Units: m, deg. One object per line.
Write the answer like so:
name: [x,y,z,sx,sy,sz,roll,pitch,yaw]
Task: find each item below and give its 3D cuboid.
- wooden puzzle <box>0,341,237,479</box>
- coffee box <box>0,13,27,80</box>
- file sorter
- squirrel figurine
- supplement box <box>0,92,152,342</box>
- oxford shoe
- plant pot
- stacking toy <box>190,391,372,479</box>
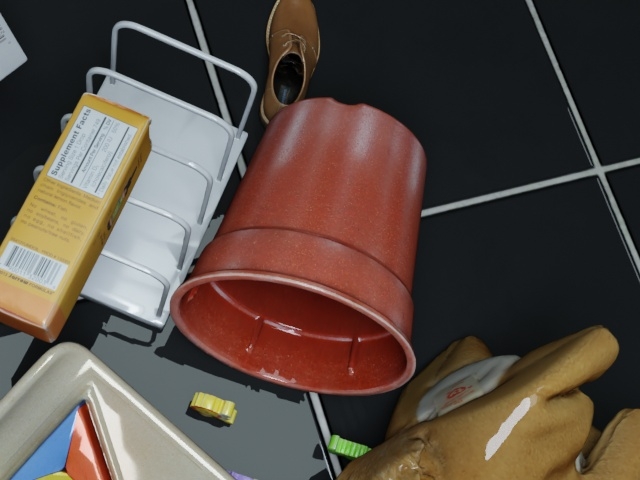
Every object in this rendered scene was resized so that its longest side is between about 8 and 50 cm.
wooden puzzle: [-0.230,0.325,0.906,0.348,0.080,0.322,43,83,-7]
coffee box: [-0.498,-0.168,1.006,0.168,0.118,0.297,19,55,39]
file sorter: [-0.211,-0.076,1.066,0.193,0.173,0.277,23,68,-5]
squirrel figurine: [0.216,0.335,0.994,0.397,0.281,0.370,-35,97,-32]
supplement box: [-0.244,-0.024,0.906,0.080,0.078,0.233,25,70,-1]
oxford shoe: [-0.034,-0.249,1.223,0.076,0.076,0.212,8,68,-10]
plant pot: [0.000,0.000,1.060,0.273,0.272,0.265,20,59,-7]
stacking toy: [-0.061,0.278,1.027,0.221,0.052,0.166,17,66,2]
